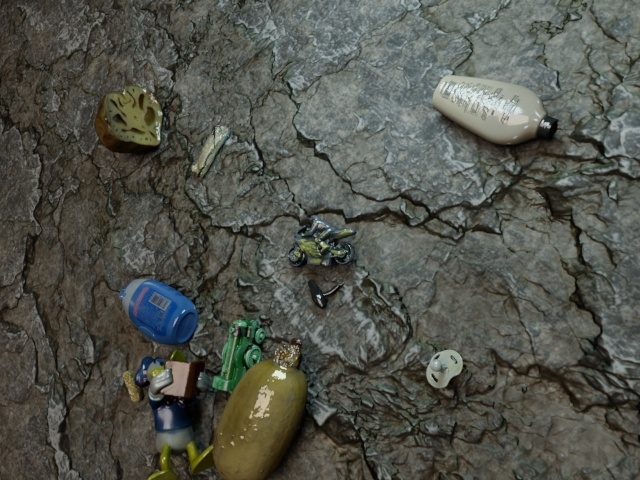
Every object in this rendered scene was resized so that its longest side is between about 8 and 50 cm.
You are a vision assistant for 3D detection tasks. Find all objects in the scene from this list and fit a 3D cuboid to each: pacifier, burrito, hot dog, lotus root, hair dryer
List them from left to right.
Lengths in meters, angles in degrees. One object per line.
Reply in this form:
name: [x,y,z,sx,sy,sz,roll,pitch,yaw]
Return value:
lotus root: [-0.611,-0.368,1.518,0.179,0.188,0.199,-8,76,41]
hot dog: [-0.518,0.403,1.361,0.030,0.034,0.090,-24,87,11]
burrito: [-0.317,-0.259,1.405,0.051,0.042,0.171,32,97,34]
lotus root: [-0.124,0.376,1.081,0.169,0.151,0.343,27,95,30]
hair dryer: [0.015,0.112,1.147,0.083,0.031,0.079,-30,56,5]
pacifier: [0.236,0.247,0.966,0.083,0.064,0.068,-46,44,11]

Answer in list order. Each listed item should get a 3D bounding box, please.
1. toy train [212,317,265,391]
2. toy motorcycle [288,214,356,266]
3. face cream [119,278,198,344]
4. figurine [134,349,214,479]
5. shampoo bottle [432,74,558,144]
toy train: [-0.194,0.274,1.173,0.071,0.104,0.178,5,80,34]
toy motorcycle: [0.000,0.000,1.156,0.193,0.061,0.124,-5,83,36]
face cream: [-0.457,0.189,1.348,0.263,0.083,0.149,21,88,31]
figurine: [-0.383,0.389,1.206,0.338,0.204,0.284,39,124,42]
shampoo bottle: [0.361,-0.270,1.012,0.256,0.078,0.127,33,90,33]
